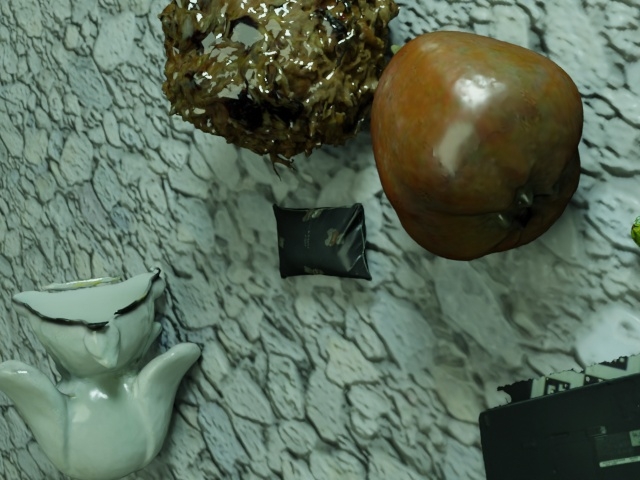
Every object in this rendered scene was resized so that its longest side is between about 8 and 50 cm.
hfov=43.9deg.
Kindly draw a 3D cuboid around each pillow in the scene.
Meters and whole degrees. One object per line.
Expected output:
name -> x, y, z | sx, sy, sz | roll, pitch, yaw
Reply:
pillow -> 0.001, 0.000, 0.924 | 0.150, 0.048, 0.090 | -2, 81, 44

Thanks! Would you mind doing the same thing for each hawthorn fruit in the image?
hawthorn fruit -> 0.127, -0.108, 0.734 | 0.199, 0.200, 0.251 | -52, 46, 28

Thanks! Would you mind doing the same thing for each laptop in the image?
laptop -> 0.225, 0.206, 0.690 | 0.207, 0.026, 0.153 | -30, 55, 48

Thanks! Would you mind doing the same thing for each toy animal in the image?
toy animal -> -0.286, 0.183, 1.077 | 0.289, 0.249, 0.174 | 65, 175, -25

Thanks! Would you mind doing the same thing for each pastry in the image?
pastry -> -0.043, -0.210, 0.887 | 0.275, 0.193, 0.274 | -4, 76, 17

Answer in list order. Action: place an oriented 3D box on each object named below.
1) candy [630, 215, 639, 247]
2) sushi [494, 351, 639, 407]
candy -> 0.314, 0.023, 0.672 | 0.035, 0.035, 0.123 | -38, 70, -9
sushi -> 0.285, 0.242, 0.684 | 0.264, 0.050, 0.289 | -23, 75, 38
